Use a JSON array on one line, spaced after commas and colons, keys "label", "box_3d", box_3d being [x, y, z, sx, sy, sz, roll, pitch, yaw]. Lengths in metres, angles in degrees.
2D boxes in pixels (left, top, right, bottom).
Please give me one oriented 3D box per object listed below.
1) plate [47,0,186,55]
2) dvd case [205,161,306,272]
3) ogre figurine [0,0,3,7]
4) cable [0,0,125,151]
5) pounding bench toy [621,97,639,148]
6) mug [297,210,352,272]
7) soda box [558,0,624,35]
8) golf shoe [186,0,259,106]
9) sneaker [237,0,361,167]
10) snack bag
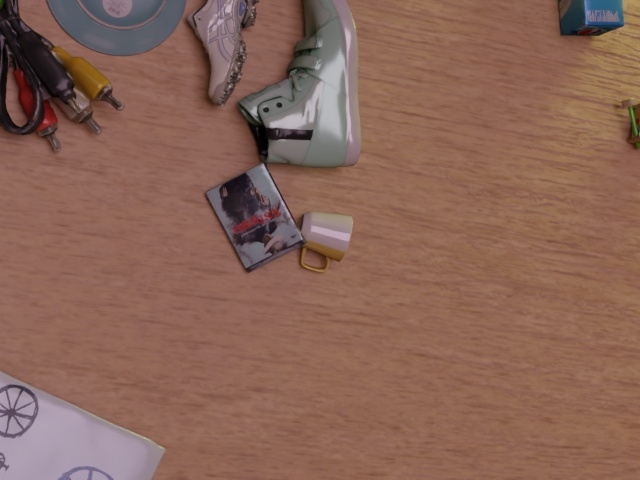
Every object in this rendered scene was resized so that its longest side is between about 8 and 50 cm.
[{"label": "plate", "box_3d": [-0.256, -0.329, 1.773, 0.188, 0.024, 0.188, 2, 85, -23]}, {"label": "dvd case", "box_3d": [-0.083, -0.029, 1.804, 0.087, 0.013, 0.119, -26, 97, 7]}, {"label": "ogre figurine", "box_3d": [-0.431, -0.320, 1.645, 0.118, 0.197, 0.097, 22, 45, 10]}, {"label": "cable", "box_3d": [-0.372, -0.241, 1.720, 0.139, 0.072, 0.287, -33, 86, -4]}, {"label": "pounding bench toy", "box_3d": [0.473, -0.168, 2.035, 0.083, 0.052, 0.065, 12, 82, -20]}, {"label": "mug", "box_3d": [0.001, -0.003, 1.832, 0.064, 0.062, 0.078, 15, 74, -12]}, {"label": "soda box", "box_3d": [0.382, -0.403, 2.008, 0.067, 0.071, 0.210, -2, 87, -21]}, {"label": "golf shoe", "box_3d": [-0.134, -0.261, 1.806, 0.086, 0.069, 0.176, 12, 78, 0]}, {"label": "sneaker", "box_3d": [-0.033, -0.220, 1.817, 0.151, 0.094, 0.256, -4, 86, -19]}, {"label": "snack bag", "box_3d": [-0.397, 0.323, 1.658, 0.342, 0.037, 0.323, 29, 75, -18]}]
